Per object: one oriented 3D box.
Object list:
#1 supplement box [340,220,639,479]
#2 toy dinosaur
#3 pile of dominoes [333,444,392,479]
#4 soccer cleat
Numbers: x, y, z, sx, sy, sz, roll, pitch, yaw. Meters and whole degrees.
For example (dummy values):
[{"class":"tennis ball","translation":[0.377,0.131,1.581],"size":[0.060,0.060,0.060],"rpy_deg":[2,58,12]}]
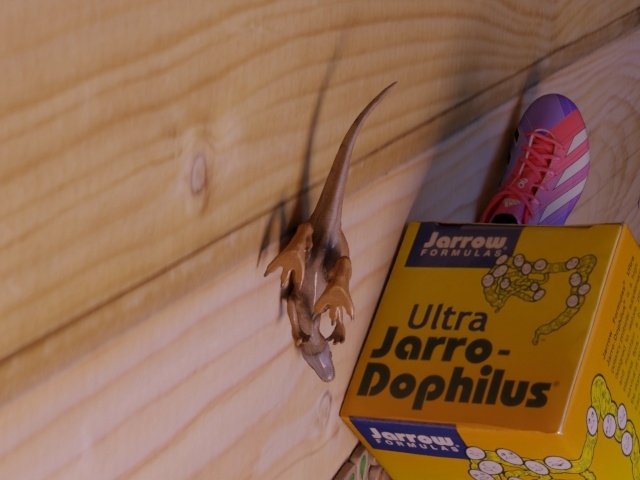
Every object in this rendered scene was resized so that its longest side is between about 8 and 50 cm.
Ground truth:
[{"class":"supplement box","translation":[0.199,0.162,1.465],"size":[0.356,0.194,0.195],"rpy_deg":[53,48,-43]},{"class":"toy dinosaur","translation":[0.000,0.000,1.186],"size":[0.112,0.064,0.211],"rpy_deg":[-80,-178,-71]},{"class":"pile of dominoes","translation":[0.043,0.283,1.443],"size":[0.196,0.040,0.251],"rpy_deg":[-48,143,-57]},{"class":"soccer cleat","translation":[0.198,-0.041,1.678],"size":[0.095,0.083,0.248],"rpy_deg":[53,51,-58]}]
